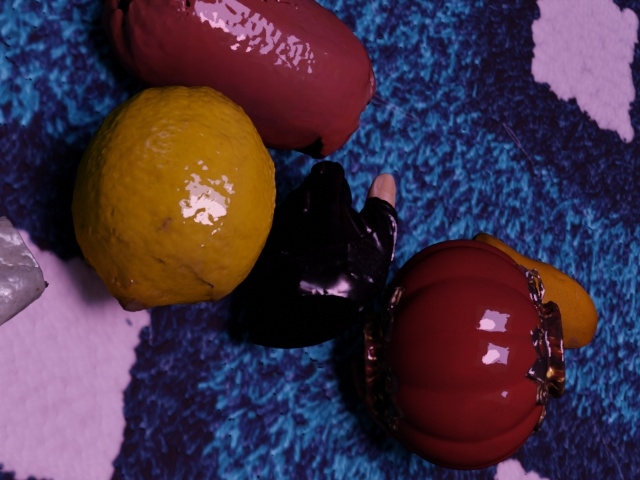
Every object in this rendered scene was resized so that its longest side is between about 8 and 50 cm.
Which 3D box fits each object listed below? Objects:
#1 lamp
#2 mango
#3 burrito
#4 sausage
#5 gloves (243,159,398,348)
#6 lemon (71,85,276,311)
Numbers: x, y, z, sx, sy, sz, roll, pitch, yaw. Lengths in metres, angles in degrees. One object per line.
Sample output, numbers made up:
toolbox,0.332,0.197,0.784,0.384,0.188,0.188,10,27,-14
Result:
lamp,0.132,0.112,1.441,0.227,0.227,0.227,15,67,-39
mango,0.238,0.063,1.638,0.190,0.075,0.098,35,40,-25
burrito,-0.277,0.038,1.189,0.118,0.044,0.074,-41,103,-44
sausage,-0.069,-0.174,1.378,0.280,0.152,0.152,27,60,-31
gloves,0.000,0.000,1.403,0.124,0.164,0.203,51,23,-42
lemon,-0.125,-0.038,1.269,0.180,0.180,0.193,47,31,-22
